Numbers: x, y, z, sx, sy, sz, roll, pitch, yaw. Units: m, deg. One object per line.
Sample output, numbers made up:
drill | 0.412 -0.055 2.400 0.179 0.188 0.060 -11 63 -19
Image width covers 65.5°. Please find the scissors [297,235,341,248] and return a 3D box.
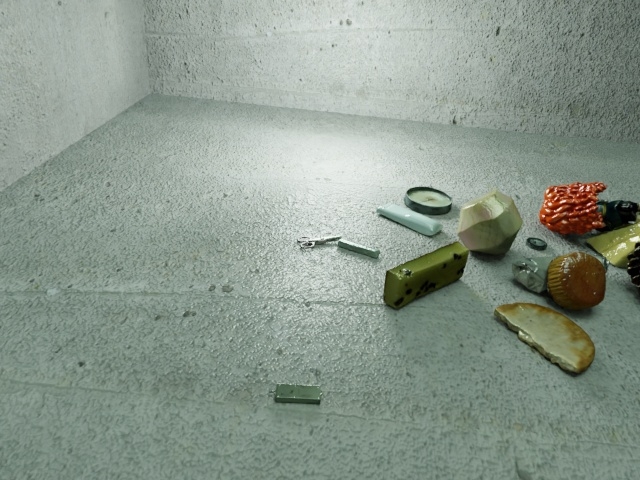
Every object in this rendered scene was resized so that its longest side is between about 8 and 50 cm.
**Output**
scissors | 0.000 0.000 1.943 0.176 0.022 0.085 -7 31 -16

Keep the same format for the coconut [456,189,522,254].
coconut | 0.673 -0.059 1.960 0.259 0.259 0.259 4 30 -2

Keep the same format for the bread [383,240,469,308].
bread | 0.361 0.116 1.692 0.361 0.138 0.077 -18 40 -35

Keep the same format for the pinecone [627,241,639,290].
pinecone | 1.237 0.111 1.765 0.244 0.243 0.257 0 56 -10

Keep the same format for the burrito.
burrito | 0.918 0.110 1.832 0.446 0.101 0.139 -4 35 -19

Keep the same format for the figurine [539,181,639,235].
figurine | 1.170 -0.120 2.131 0.412 0.241 0.306 9 3 -8

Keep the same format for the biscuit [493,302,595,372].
biscuit | 0.717 0.287 1.554 0.205 0.040 0.309 -14 36 -29

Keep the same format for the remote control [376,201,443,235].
remote control | 0.386 -0.101 2.154 0.293 0.051 0.103 26 37 33

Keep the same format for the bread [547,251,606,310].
bread | 0.875 0.135 1.689 0.199 0.104 0.199 3 74 -9

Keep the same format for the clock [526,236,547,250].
clock | 0.902 0.014 2.075 0.085 0.017 0.085 4 31 -2

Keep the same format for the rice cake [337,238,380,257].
rice cake | 0.146 0.029 1.913 0.171 0.029 0.033 18 26 19

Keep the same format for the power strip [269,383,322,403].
power strip | -0.063 0.390 1.268 0.136 0.019 0.051 3 32 -4

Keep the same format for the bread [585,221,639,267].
bread | 1.366 -0.048 1.966 0.346 0.405 0.242 11 39 -16

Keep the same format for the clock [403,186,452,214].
clock | 0.504 -0.190 2.327 0.226 0.049 0.226 5 29 -3
